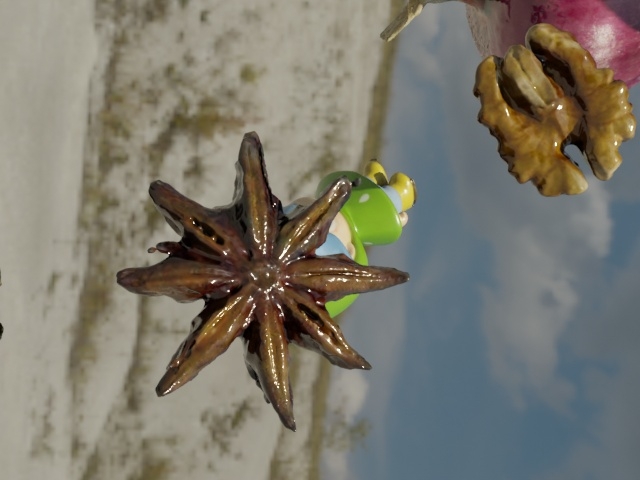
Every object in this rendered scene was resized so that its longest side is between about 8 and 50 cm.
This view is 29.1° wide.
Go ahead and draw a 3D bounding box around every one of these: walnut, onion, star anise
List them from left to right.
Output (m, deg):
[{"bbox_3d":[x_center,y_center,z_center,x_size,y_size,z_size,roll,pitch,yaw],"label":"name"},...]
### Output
[{"bbox_3d":[-0.058,0.042,1.115,0.102,0.272,0.272,132,-42,-73],"label":"star anise"},{"bbox_3d":[0.302,-0.351,1.617,0.358,0.345,0.358,-1,-92,55],"label":"onion"},{"bbox_3d":[0.236,-0.129,1.240,0.170,0.143,0.069,60,10,4],"label":"walnut"}]

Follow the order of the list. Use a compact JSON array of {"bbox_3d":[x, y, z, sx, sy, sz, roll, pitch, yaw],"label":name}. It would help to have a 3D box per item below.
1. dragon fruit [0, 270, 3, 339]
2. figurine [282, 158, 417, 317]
[{"bbox_3d":[-0.459,0.088,1.253,0.231,0.302,0.237,55,28,-17],"label":"dragon fruit"},{"bbox_3d":[0.000,0.000,1.381,0.162,0.263,0.143,29,-41,33],"label":"figurine"}]
